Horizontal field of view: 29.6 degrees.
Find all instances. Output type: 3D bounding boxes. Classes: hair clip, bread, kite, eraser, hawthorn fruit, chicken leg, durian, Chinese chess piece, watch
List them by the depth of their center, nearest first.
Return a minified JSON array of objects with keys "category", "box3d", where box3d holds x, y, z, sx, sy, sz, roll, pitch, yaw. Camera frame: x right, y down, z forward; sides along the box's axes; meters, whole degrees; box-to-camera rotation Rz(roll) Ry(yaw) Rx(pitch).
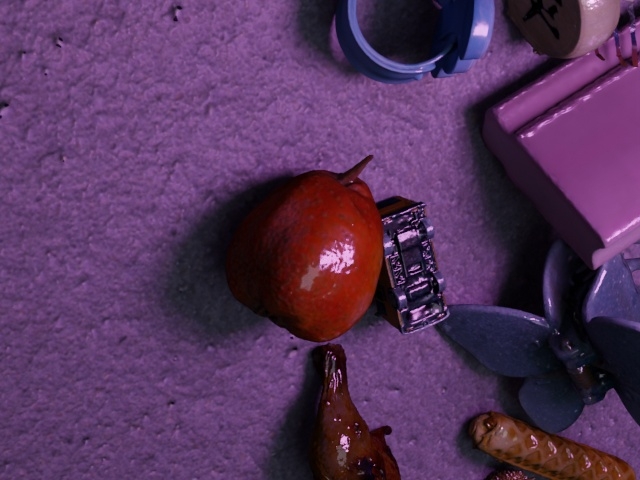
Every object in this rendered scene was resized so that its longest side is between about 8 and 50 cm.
[{"category":"watch","box3d":[0.123,-0.307,1.621,0.193,0.211,0.210,7,105,-10]},{"category":"hawthorn fruit","box3d":[0.000,0.000,1.634,0.210,0.210,0.262,36,83,-31]},{"category":"Chinese chess piece","box3d":[0.334,-0.347,1.691,0.083,0.188,0.188,-26,117,-18]},{"category":"kite","box3d":[0.419,-0.359,1.769,0.127,0.016,0.229,2,74,-15]},{"category":"eraser","box3d":[0.461,-0.164,1.776,0.359,0.272,0.122,-31,158,-13]},{"category":"chicken leg","box3d":[0.055,0.312,1.814,0.322,0.083,0.177,58,40,-29]},{"category":"hair clip","box3d":[0.437,0.141,1.863,0.238,0.392,0.318,-55,126,-30]},{"category":"durian","box3d":[0.317,0.414,2.007,0.091,0.080,0.080,-24,118,5]},{"category":"bread","box3d":[0.394,0.362,2.024,0.368,0.077,0.084,25,136,-30]}]

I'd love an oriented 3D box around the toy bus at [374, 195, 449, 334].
[{"category":"toy bus","box3d":[0.116,0.035,1.761,0.091,0.103,0.182,-21,110,-20]}]
